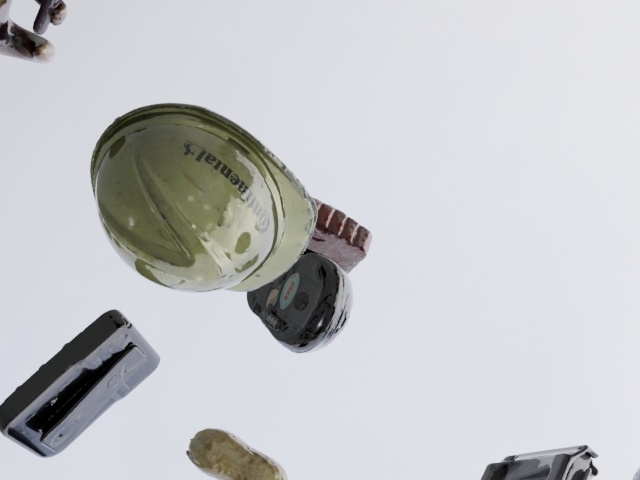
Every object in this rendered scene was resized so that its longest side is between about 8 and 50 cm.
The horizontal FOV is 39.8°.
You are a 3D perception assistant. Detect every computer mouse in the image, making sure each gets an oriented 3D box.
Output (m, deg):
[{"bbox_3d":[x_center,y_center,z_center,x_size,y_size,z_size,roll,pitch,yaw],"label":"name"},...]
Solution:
[{"bbox_3d":[-0.021,0.081,1.263,0.137,0.096,0.233,-58,-150,2],"label":"computer mouse"}]

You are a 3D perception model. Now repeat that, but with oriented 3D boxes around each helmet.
[{"bbox_3d":[-0.129,-0.014,0.918,0.204,0.258,0.137,-51,-162,23],"label":"helmet"}]

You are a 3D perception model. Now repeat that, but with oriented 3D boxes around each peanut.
[{"bbox_3d":[-0.149,0.419,1.651,0.099,0.214,0.099,-62,-176,7],"label":"peanut"}]

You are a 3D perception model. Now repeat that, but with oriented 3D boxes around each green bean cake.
[{"bbox_3d":[0.000,0.000,1.379,0.135,0.136,0.056,-46,-164,49],"label":"green bean cake"}]

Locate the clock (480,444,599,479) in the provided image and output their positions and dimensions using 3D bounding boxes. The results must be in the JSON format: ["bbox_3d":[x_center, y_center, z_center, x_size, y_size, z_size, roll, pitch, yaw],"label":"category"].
[{"bbox_3d":[0.312,0.421,1.362,0.186,0.083,0.253,-29,-160,52],"label":"clock"}]

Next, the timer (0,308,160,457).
[{"bbox_3d":[-0.282,0.178,1.054,0.187,0.144,0.055,-43,-115,-13],"label":"timer"}]

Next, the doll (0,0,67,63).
[{"bbox_3d":[-0.456,-0.411,1.241,0.339,0.318,0.209,-66,-166,4],"label":"doll"}]

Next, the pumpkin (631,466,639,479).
[{"bbox_3d":[0.481,0.325,0.928,0.321,0.192,0.320,-1,-91,26],"label":"pumpkin"}]
